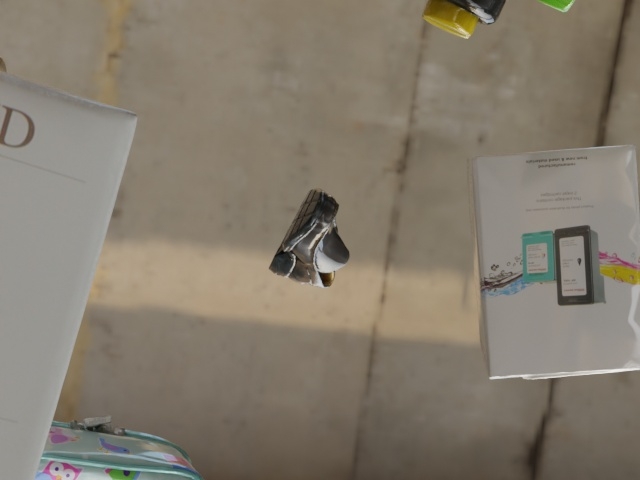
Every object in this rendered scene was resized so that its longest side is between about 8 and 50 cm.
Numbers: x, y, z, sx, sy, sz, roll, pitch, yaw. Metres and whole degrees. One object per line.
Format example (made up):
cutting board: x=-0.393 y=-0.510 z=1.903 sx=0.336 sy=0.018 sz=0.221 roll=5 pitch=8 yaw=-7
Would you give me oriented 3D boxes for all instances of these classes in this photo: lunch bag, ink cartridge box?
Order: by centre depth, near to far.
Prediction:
lunch bag: x=-0.233 y=0.293 z=1.393 sx=0.108 sy=0.224 sz=0.279 roll=-136 pitch=-120 yaw=-66
ink cartridge box: x=0.290 y=0.023 z=1.917 sx=0.198 sy=0.197 sz=0.270 roll=-44 pitch=130 yaw=-85

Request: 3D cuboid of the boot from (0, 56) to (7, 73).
boot: x=-0.428 y=-0.177 z=1.463 sx=0.090 sy=0.248 sz=0.207 roll=69 pitch=0 yaw=-50

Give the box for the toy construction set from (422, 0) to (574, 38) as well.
toy construction set: x=0.091 y=-0.268 z=0.925 sx=0.257 sy=0.237 sz=0.309 roll=-58 pitch=179 yaw=-22

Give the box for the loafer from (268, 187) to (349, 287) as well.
loafer: x=0.000 y=0.000 z=1.394 sx=0.062 sy=0.061 sz=0.170 roll=-63 pitch=-179 yaw=-16

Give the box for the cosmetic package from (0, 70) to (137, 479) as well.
cosmetic package: x=-0.383 y=0.045 z=1.192 sx=0.327 sy=0.329 sz=0.394 roll=6 pitch=-101 yaw=68
